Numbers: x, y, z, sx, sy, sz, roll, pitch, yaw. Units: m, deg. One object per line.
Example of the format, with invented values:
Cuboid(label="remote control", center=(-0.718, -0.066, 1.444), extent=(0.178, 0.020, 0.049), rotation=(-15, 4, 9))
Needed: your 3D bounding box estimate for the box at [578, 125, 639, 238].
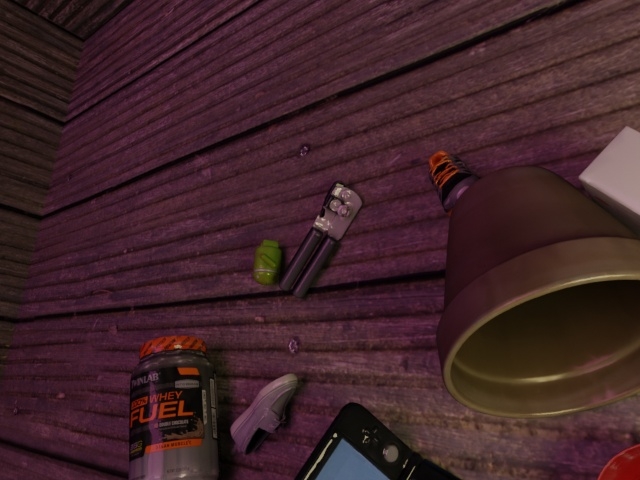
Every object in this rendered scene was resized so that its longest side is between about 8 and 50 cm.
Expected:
Cuboid(label="box", center=(0.453, -0.056, 0.721), extent=(0.091, 0.170, 0.130), rotation=(-50, 49, 11))

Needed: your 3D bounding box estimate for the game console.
Cuboid(label="game console", center=(0.086, 0.443, 0.808), extent=(0.293, 0.250, 0.173), rotation=(-51, 14, -24))

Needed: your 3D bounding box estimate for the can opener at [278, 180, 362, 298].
Cuboid(label="can opener", center=(0.000, 0.000, 1.208), extent=(0.281, 0.074, 0.093), rotation=(-60, 11, 6))

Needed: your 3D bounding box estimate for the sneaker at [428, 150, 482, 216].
Cuboid(label="sneaker", center=(0.228, -0.106, 0.933), extent=(0.084, 0.083, 0.215), rotation=(-42, 7, 14))

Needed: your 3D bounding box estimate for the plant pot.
Cuboid(label="plant pot", center=(0.306, 0.052, 0.757), extent=(0.323, 0.323, 0.281), rotation=(-37, 37, 27))

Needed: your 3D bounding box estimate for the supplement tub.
Cuboid(label="supplement tub", center=(-0.346, 0.414, 1.263), extent=(0.207, 0.207, 0.338), rotation=(-30, 56, 31))

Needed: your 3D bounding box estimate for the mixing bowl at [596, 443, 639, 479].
Cuboid(label="mixing bowl", center=(0.439, 0.338, 0.638), extent=(0.181, 0.098, 0.182), rotation=(-17, 64, 39))

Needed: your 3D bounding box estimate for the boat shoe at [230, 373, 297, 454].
Cuboid(label="boat shoe", center=(-0.111, 0.383, 1.156), extent=(0.228, 0.079, 0.081), rotation=(-51, 56, 23))

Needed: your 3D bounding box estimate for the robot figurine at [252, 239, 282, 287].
Cuboid(label="robot figurine", center=(-0.129, 0.057, 1.294), extent=(0.101, 0.066, 0.115), rotation=(146, 131, -64))
